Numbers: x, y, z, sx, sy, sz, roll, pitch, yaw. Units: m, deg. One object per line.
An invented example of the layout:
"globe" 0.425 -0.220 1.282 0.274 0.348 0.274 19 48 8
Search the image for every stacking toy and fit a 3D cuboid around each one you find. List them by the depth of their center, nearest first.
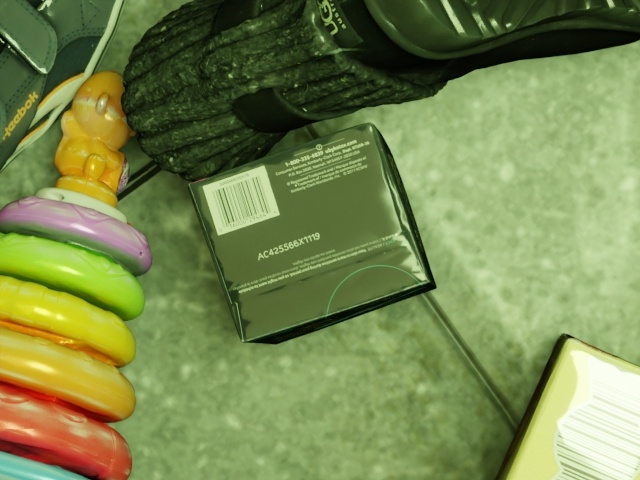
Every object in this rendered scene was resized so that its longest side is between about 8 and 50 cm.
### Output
"stacking toy" -0.173 0.029 1.091 0.165 0.175 0.302 16 75 1

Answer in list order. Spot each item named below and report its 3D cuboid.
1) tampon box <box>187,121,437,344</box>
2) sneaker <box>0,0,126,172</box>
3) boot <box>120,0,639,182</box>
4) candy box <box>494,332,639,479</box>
"tampon box" 0.000 0.000 1.051 0.120 0.161 0.101 -19 85 4
"sneaker" -0.238 -0.107 1.103 0.126 0.127 0.321 33 89 8
"boot" 0.067 -0.145 1.057 0.260 0.348 0.131 -26 79 46
"candy box" 0.122 0.216 1.015 0.087 0.183 0.316 24 90 8
